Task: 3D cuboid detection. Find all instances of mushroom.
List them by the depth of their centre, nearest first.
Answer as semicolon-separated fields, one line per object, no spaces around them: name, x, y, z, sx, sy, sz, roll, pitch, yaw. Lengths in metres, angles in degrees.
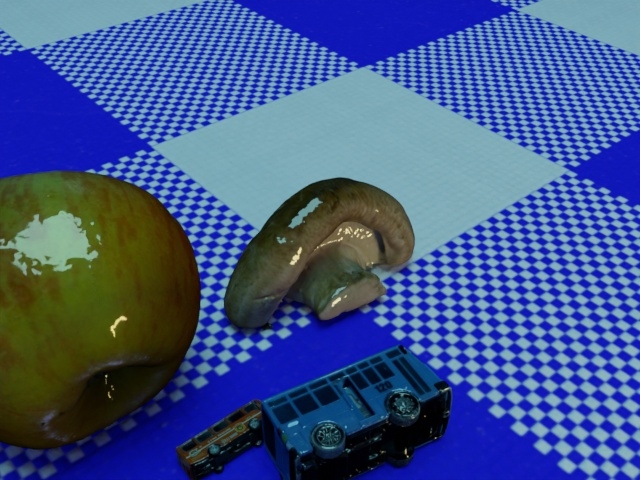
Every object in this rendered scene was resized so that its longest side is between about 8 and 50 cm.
mushroom;0.000;0.000;0.968;0.285;0.151;0.156;-22;42;-27

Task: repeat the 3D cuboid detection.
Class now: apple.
apple;-0.266;0.076;0.778;0.301;0.302;0.302;1;38;-1

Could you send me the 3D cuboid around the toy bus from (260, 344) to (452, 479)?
toy bus;0.037;0.185;0.785;0.184;0.090;0.106;-18;40;-23

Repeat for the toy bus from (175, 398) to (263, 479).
toy bus;-0.098;0.209;0.797;0.110;0.031;0.043;-27;40;-30
